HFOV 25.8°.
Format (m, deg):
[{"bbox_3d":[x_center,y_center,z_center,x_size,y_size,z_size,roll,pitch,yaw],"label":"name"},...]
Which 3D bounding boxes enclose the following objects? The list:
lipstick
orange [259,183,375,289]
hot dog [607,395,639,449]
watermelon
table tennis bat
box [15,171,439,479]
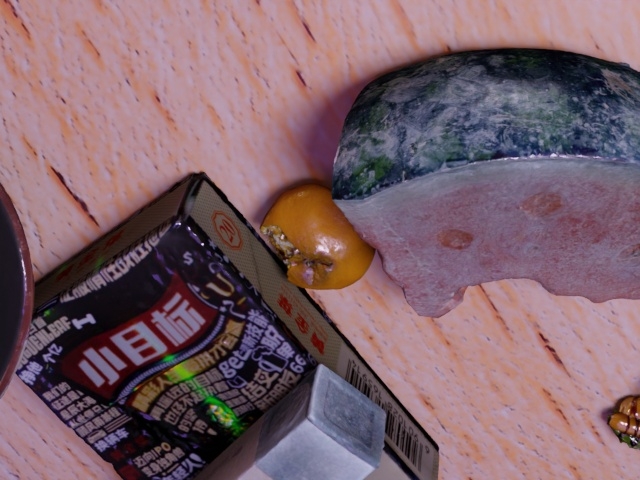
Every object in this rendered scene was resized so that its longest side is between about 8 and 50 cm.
[{"bbox_3d":[-0.079,0.219,1.046,0.068,0.066,0.317,37,118,-15],"label":"lipstick"},{"bbox_3d":[0.000,0.000,1.010,0.086,0.062,0.086,2,119,4],"label":"orange"},{"bbox_3d":[0.277,0.155,1.073,0.122,0.037,0.049,19,117,-5],"label":"hot dog"},{"bbox_3d":[0.153,-0.034,0.952,0.318,0.148,0.226,11,139,-14],"label":"watermelon"},{"bbox_3d":[-0.290,0.070,1.059,0.173,0.022,0.301,48,127,27],"label":"table tennis bat"},{"bbox_3d":[-0.072,0.122,1.076,0.198,0.084,0.310,-32,111,23],"label":"box"}]
